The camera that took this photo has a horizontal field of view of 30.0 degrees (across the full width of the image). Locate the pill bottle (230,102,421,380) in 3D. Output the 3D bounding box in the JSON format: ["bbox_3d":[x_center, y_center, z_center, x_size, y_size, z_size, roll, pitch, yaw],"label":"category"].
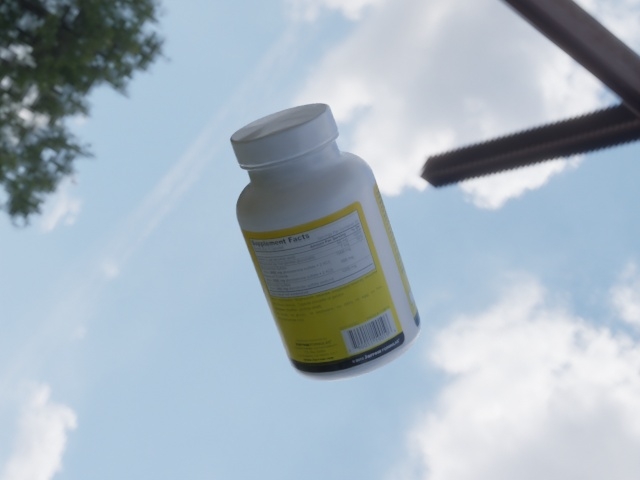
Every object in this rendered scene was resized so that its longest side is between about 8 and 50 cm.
[{"bbox_3d":[0.000,0.000,0.856,0.103,0.184,0.103,-17,-163,6],"label":"pill bottle"}]
